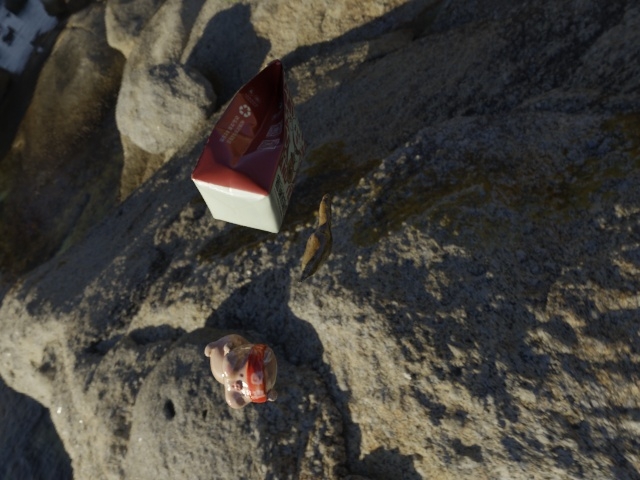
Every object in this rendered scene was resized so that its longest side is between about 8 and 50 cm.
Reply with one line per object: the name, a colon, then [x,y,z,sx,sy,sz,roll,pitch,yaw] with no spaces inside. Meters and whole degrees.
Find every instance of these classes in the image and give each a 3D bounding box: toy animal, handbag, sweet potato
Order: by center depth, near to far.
handbag: [-0.109,-0.183,0.894,0.150,0.171,0.299,14,68,8]
toy animal: [-0.192,0.329,1.201,0.197,0.171,0.172,12,73,47]
sweet potato: [0.002,-0.002,1.344,0.074,0.074,0.270,5,74,39]
